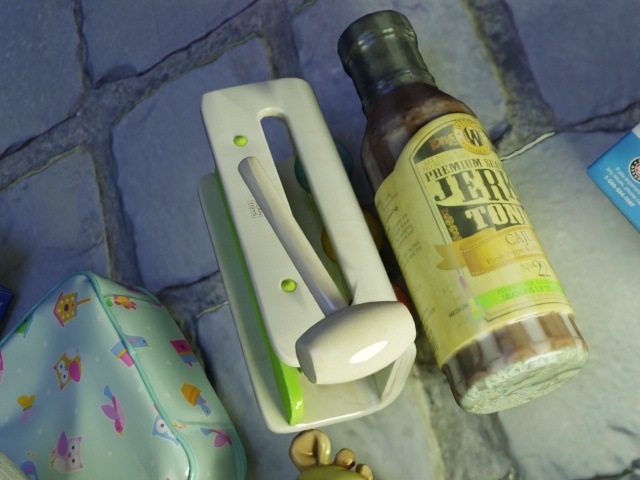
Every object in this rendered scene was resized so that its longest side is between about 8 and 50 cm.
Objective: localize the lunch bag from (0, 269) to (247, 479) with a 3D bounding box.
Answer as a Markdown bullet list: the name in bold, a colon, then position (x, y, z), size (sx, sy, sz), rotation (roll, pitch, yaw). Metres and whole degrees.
- **lunch bag**: position (-0.211, 0.182, 0.885), size (0.224, 0.108, 0.279), rotation (-47, 57, 15)

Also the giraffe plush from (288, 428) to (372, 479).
- **giraffe plush**: position (-0.006, 0.255, 0.728), size (0.170, 0.181, 0.210), rotation (-48, 21, -1)

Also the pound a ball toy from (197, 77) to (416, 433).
- **pound a ball toy**: position (0.000, 0.000, 0.741), size (0.135, 0.208, 0.319), rotation (-10, 56, -16)

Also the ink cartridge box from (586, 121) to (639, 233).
- **ink cartridge box**: position (0.308, -0.057, 0.651), size (0.190, 0.082, 0.140), rotation (-44, 58, 15)

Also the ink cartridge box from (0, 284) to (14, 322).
- **ink cartridge box**: position (-0.467, 0.118, 1.088), size (0.185, 0.065, 0.311), rotation (23, 91, 36)

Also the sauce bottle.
- **sauce bottle**: position (0.097, -0.037, 0.756), size (0.111, 0.111, 0.344), rotation (-31, 64, 21)

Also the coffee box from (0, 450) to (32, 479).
- **coffee box**: position (-0.252, 0.356, 0.584), size (0.338, 0.334, 0.337), rotation (42, 77, 2)
